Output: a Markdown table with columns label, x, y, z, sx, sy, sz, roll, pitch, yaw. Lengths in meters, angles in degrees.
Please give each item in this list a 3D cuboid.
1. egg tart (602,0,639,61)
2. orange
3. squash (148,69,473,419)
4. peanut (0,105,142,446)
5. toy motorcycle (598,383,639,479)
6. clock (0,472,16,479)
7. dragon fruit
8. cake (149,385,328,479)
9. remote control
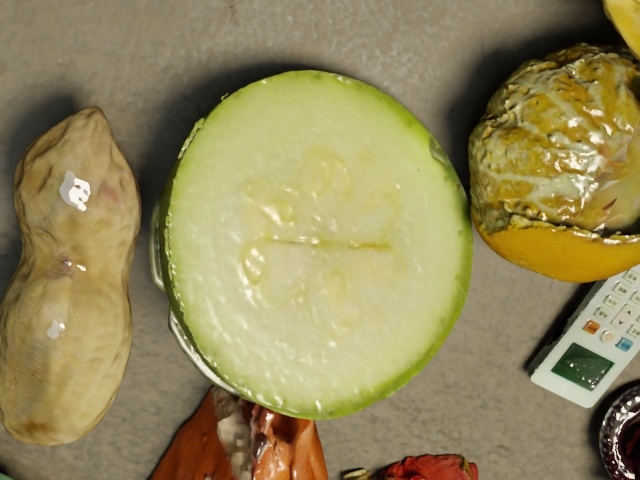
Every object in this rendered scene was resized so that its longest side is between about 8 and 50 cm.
| label | x | y | z | sx | sy | sz | roll | pitch | yaw |
| --- | --- | --- | --- | --- | --- | --- | --- | --- | --- |
| egg tart | 0.277 | -0.236 | 0.517 | 0.341 | 0.132 | 0.341 | -2 | 110 | -5 |
| orange | 0.169 | -0.049 | 0.574 | 0.157 | 0.134 | 0.156 | -8 | 110 | -23 |
| squash | 0.002 | 0.000 | 0.570 | 0.219 | 0.041 | 0.219 | 0 | 90 | -25 |
| peanut | -0.159 | 0.025 | 0.573 | 0.086 | 0.104 | 0.227 | 10 | 107 | -5 |
| toy motorcycle | 0.373 | 0.229 | 0.703 | 0.326 | 0.148 | 0.221 | 5 | 87 | -3 |
| clock | -0.256 | 0.214 | 0.616 | 0.148 | 0.060 | 0.188 | -31 | 138 | 1 |
| dragon fruit | 0.053 | 0.241 | 0.696 | 0.106 | 0.083 | 0.162 | 23 | 108 | -12 |
| cake | -0.074 | 0.204 | 0.653 | 0.098 | 0.135 | 0.287 | 18 | 117 | -28 |
| remote control | 0.225 | 0.048 | 0.672 | 0.065 | 0.029 | 0.166 | 26 | 110 | -17 |
